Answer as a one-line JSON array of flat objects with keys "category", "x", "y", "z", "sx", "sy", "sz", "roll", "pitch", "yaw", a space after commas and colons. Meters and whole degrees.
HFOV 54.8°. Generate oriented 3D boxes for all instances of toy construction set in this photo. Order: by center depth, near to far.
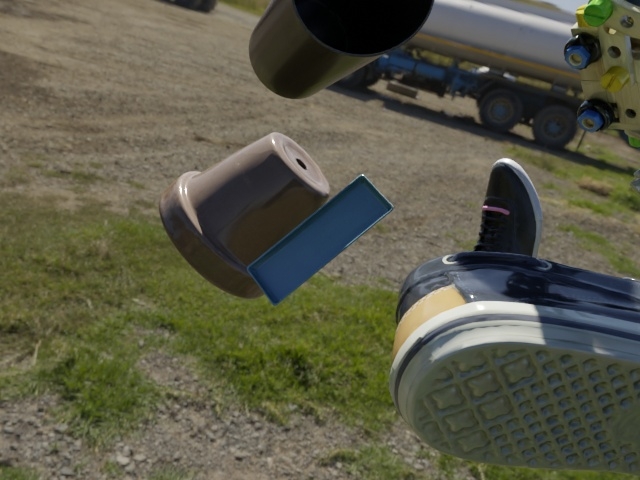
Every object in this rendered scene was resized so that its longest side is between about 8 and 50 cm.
[{"category": "toy construction set", "x": 0.423, "y": -0.210, "z": 0.777, "sx": 0.151, "sy": 0.327, "sz": 0.215, "roll": -31, "pitch": 31, "yaw": -29}]

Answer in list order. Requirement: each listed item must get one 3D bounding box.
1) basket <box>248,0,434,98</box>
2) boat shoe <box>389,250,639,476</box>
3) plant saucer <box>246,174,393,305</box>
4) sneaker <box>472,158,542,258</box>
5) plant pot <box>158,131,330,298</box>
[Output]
[{"category": "basket", "x": 0.003, "y": -0.274, "z": 0.789, "sx": 0.204, "sy": 0.154, "sz": 0.227, "roll": -38, "pitch": 11, "yaw": -25}, {"category": "boat shoe", "x": 0.287, "y": 0.117, "z": 0.536, "sx": 0.500, "sy": 0.187, "sz": 0.156, "roll": 13, "pitch": 28, "yaw": -13}, {"category": "plant saucer", "x": 0.000, "y": 0.000, "z": 0.776, "sx": 0.067, "sy": 0.192, "sz": 0.018, "roll": 50, "pitch": -1, "yaw": 25}, {"category": "sneaker", "x": 0.298, "y": 0.013, "z": 1.075, "sx": 0.147, "sy": 0.296, "sz": 0.104, "roll": -16, "pitch": 20, "yaw": -31}, {"category": "plant pot", "x": -0.114, "y": -0.066, "z": 1.094, "sx": 0.263, "sy": 0.229, "sz": 0.263, "roll": 42, "pitch": 20, "yaw": -19}]
